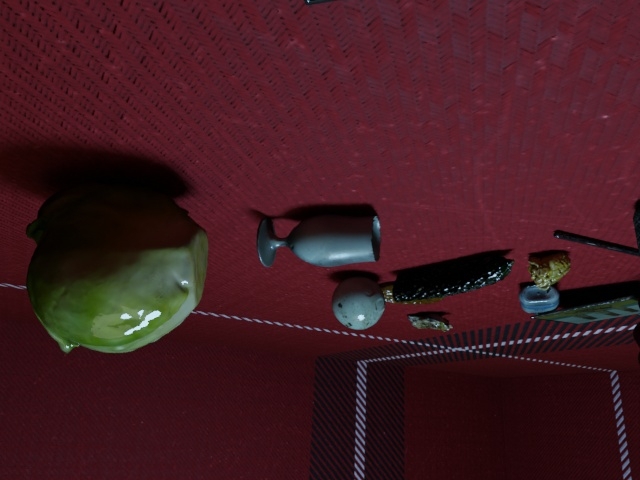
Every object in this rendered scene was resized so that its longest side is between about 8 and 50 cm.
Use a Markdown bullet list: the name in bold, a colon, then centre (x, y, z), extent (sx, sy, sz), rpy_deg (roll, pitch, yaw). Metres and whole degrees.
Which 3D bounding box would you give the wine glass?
- **wine glass**: centre (0.000, 0.000, 0.896), extent (0.202, 0.092, 0.093), rpy_deg (-2, 160, 15)

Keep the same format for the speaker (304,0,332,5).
- **speaker**: centre (0.076, -0.205, 0.359), extent (0.191, 0.046, 0.040), rpy_deg (-2, 161, 15)

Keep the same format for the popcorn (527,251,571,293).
- **popcorn**: centre (0.453, 0.067, 1.040), extent (0.084, 0.084, 0.084), rpy_deg (3, 161, 1)

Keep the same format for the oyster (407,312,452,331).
- **oyster**: centre (0.339, 0.254, 1.645), extent (0.108, 0.053, 0.166), rpy_deg (21, 163, -17)

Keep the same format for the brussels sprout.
- **brussels sprout**: centre (-0.312, 0.039, 0.802), extent (0.295, 0.259, 0.227), rpy_deg (0, 154, 11)

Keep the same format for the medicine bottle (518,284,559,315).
- **medicine bottle**: centre (0.548, 0.154, 1.311), extent (0.090, 0.053, 0.208), rpy_deg (-9, 159, 22)

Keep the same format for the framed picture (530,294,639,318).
- **framed picture**: centre (0.726, 0.184, 1.355), extent (0.324, 0.013, 0.244), rpy_deg (13, 154, -43)

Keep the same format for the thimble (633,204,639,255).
- **thimble**: centre (0.529, -0.019, 0.758), extent (0.119, 0.090, 0.135), rpy_deg (6, 160, -10)

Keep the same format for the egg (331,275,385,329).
- **egg**: centre (0.097, 0.151, 1.265), extent (0.131, 0.131, 0.164), rpy_deg (-5, 170, 21)

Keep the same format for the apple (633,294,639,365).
- **apple**: centre (0.834, 0.198, 1.076), extent (0.317, 0.288, 0.288), rpy_deg (-3, 162, 40)

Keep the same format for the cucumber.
- **cucumber**: centre (0.281, 0.084, 1.124), extent (0.072, 0.072, 0.300), rpy_deg (19, 156, -39)

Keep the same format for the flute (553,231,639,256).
- **flute**: centre (0.534, 0.012, 0.966), extent (0.270, 0.014, 0.014), rpy_deg (11, 160, -21)

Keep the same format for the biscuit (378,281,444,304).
- **biscuit**: centre (0.230, 0.141, 1.364), extent (0.188, 0.027, 0.188), rpy_deg (3, 162, 1)
